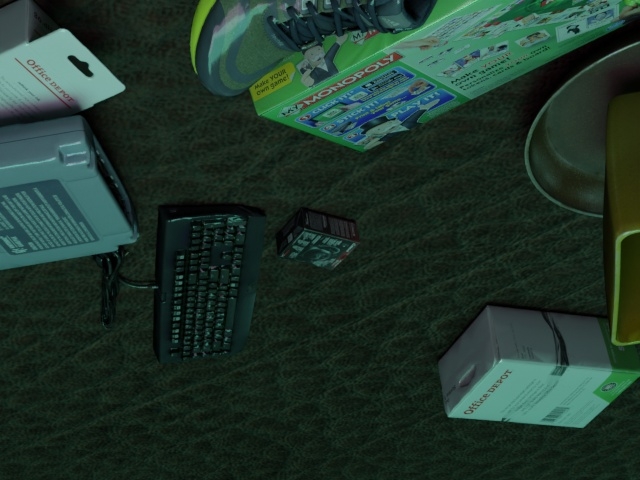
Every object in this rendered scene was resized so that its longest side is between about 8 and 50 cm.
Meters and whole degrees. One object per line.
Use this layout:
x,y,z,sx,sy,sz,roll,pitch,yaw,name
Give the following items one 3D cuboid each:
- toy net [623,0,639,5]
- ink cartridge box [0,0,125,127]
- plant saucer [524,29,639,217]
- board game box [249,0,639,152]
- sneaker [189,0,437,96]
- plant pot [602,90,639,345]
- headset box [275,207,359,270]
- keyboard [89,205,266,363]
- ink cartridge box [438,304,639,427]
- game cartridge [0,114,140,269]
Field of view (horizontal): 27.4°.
0.367,-0.210,1.095,0.232,0.045,0.122,0,154,-31,toy net
-0.279,-0.153,1.199,0.180,0.060,0.104,-20,145,18,ink cartridge box
0.363,-0.131,1.371,0.311,0.050,0.310,-6,146,-4,plant saucer
0.118,-0.179,1.192,0.317,0.046,0.213,-25,162,23,board game box
0.019,-0.209,1.068,0.300,0.121,0.111,-37,149,18,sneaker
0.375,-0.042,1.296,0.212,0.187,0.212,-10,146,5,plant pot
0.000,0.000,1.504,0.083,0.032,0.062,13,141,-29,headset box
-0.175,0.061,1.561,0.202,0.033,0.317,-1,144,-9,keyboard
0.289,0.172,1.757,0.219,0.092,0.160,8,142,-21,ink cartridge box
-0.300,-0.040,1.303,0.196,0.060,0.294,-13,163,-2,game cartridge
